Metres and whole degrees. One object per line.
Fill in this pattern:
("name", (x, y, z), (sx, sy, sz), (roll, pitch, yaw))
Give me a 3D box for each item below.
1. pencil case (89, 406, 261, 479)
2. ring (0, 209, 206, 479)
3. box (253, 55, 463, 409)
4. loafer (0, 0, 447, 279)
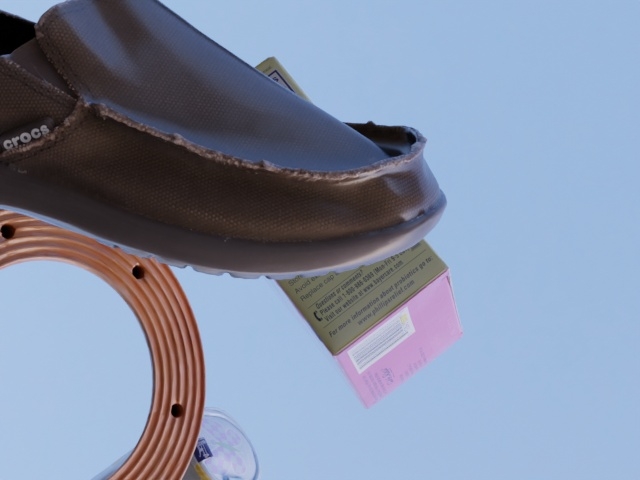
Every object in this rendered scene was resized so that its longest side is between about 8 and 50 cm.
("pencil case", (-0.193, 0.301, 1.711), (0.273, 0.113, 0.124), (-35, -107, 28))
("ring", (-0.253, 0.127, 1.358), (0.032, 0.336, 0.337), (-13, -90, 53))
("box", (0.000, 0.000, 1.280), (0.117, 0.213, 0.243), (-37, -109, -4))
("loafer", (-0.108, -0.073, 0.768), (0.365, 0.134, 0.130), (10, -73, -4))
